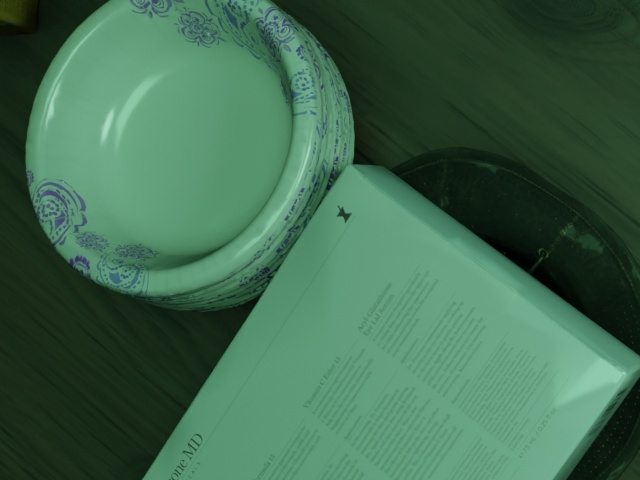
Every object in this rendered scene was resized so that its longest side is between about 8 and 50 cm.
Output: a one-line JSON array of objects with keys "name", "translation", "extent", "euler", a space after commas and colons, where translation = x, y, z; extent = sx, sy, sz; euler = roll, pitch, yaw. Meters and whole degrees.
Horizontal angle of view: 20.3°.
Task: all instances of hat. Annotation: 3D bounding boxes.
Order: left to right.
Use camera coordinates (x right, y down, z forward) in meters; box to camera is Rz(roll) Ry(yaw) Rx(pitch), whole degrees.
[{"name": "hat", "translation": [0.146, 0.084, 1.553], "extent": [0.331, 0.134, 0.331], "euler": [0, 90, 21]}]

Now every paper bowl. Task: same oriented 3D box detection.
[{"name": "paper bowl", "translation": [-0.105, -0.077, 1.568], "extent": [0.284, 0.148, 0.284], "euler": [-6, 75, 22]}]

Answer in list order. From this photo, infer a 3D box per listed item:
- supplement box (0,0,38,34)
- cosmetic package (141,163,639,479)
[{"name": "supplement box", "translation": [-0.316, -0.230, 1.582], "extent": [0.078, 0.233, 0.080], "euler": [-1, 92, 8]}, {"name": "cosmetic package", "translation": [0.044, 0.169, 1.473], "extent": [0.284, 0.097, 0.377], "euler": [38, 104, 16]}]
